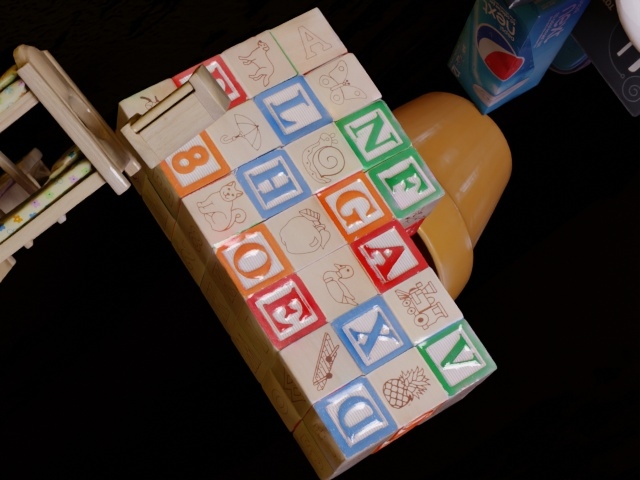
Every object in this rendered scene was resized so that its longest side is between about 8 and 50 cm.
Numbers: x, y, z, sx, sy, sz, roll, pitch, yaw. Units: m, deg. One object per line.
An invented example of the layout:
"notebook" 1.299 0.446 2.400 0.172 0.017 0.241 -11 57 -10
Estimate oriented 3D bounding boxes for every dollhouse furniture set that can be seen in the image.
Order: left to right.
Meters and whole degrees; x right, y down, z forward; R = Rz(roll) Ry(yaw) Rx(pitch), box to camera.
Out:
"dollhouse furniture set" -0.155 -0.079 0.850 0.182 0.101 0.161 -36 -167 9

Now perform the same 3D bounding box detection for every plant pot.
"plant pot" 0.086 -0.045 1.342 0.188 0.205 0.205 -45 176 -33

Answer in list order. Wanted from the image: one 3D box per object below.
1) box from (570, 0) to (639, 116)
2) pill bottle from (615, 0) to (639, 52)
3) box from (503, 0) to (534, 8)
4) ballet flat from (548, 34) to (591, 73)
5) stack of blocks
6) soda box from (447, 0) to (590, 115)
"box" 0.359 -0.260 1.223 0.270 0.165 0.143 -42 166 36
"pill bottle" 0.316 -0.186 1.006 0.130 0.130 0.246 -40 167 29
"box" 0.240 -0.284 0.968 0.261 0.103 0.184 -25 169 -36
"ballet flat" 0.309 -0.255 1.398 0.213 0.072 0.068 -39 -166 27
"stack of blocks" 0.000 0.000 0.984 0.171 0.297 0.087 -28 167 -20
"soda box" 0.181 -0.195 1.249 0.071 0.067 0.210 -31 167 -15
